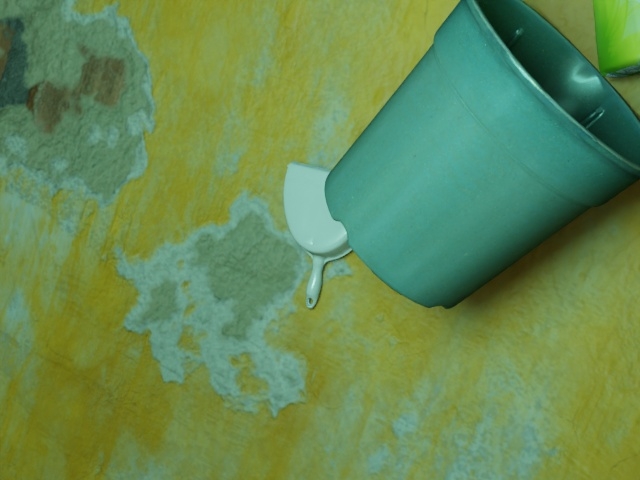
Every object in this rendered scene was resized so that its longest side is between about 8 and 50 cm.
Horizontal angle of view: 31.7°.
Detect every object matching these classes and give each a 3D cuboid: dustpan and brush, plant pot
[{"bbox_3d":[0.000,0.000,1.695,0.147,0.060,0.211,15,92,21],"label":"dustpan and brush"},{"bbox_3d":[0.203,-0.106,1.479,0.334,0.341,0.341,-45,78,26],"label":"plant pot"}]

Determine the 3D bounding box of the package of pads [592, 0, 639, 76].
[{"bbox_3d":[0.420,-0.366,1.407,0.101,0.229,0.297,-7,92,-9],"label":"package of pads"}]
